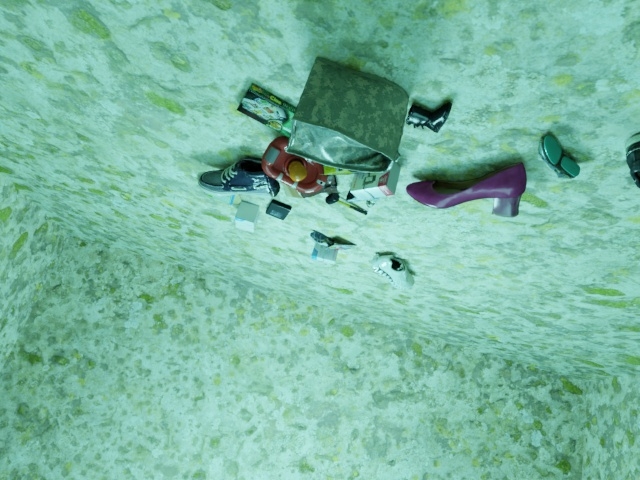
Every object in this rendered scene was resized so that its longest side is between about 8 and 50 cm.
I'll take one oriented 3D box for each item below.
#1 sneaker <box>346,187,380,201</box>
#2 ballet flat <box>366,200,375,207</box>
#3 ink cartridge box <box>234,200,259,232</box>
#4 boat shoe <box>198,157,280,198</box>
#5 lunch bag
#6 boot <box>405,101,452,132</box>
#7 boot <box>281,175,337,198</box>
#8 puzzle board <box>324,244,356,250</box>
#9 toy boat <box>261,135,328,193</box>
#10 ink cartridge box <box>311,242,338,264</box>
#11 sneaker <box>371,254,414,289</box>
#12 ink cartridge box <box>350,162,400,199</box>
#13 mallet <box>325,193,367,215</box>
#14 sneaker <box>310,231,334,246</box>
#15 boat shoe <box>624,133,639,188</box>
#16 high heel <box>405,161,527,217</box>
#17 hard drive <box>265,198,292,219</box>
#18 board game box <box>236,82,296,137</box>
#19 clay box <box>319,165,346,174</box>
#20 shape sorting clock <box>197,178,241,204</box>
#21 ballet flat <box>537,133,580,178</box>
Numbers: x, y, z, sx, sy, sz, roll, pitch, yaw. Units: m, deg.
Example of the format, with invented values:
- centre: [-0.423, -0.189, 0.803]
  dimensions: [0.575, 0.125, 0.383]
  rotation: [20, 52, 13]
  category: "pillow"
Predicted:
- centre: [0.174, -0.172, 1.717]
  dimensions: [0.081, 0.080, 0.211]
  rotation: [33, 154, -29]
  category: "sneaker"
- centre: [0.200, -0.155, 1.793]
  dimensions: [0.041, 0.041, 0.114]
  rotation: [18, 158, -3]
  category: "ballet flat"
- centre: [-0.343, -0.107, 2.214]
  dimensions: [0.092, 0.090, 0.143]
  rotation: [18, 159, -3]
  category: "ink cartridge box"
- centre: [-0.332, -0.258, 1.837]
  dimensions: [0.339, 0.127, 0.158]
  rotation: [4, 149, 10]
  category: "boat shoe"
- centre: [0.082, -0.313, 1.241]
  dimensions: [0.286, 0.236, 0.169]
  rotation: [17, 152, -1]
  category: "lunch bag"
- centre: [0.292, -0.343, 1.284]
  dimensions: [0.099, 0.045, 0.121]
  rotation: [20, 158, -1]
  category: "boot"
- centre: [-0.053, -0.247, 1.735]
  dimensions: [0.206, 0.090, 0.248]
  rotation: [-5, 149, 12]
  category: "boot"
- centre: [0.098, 0.035, 2.286]
  dimensions: [0.128, 0.011, 0.096]
  rotation: [2, 167, -31]
  category: "puzzle board"
- centre: [-0.079, -0.241, 1.589]
  dimensions: [0.230, 0.151, 0.151]
  rotation: [24, -159, -23]
  category: "toy boat"
- centre: [0.024, 0.060, 2.356]
  dimensions: [0.122, 0.089, 0.052]
  rotation: [14, 158, 5]
  category: "ink cartridge box"
- centre: [0.383, 0.156, 2.329]
  dimensions: [0.118, 0.110, 0.292]
  rotation: [-20, 140, 42]
  category: "sneaker"
- centre: [0.183, -0.205, 1.593]
  dimensions: [0.150, 0.109, 0.063]
  rotation: [-4, 151, 41]
  category: "ink cartridge box"
- centre: [0.113, -0.143, 1.893]
  dimensions: [0.189, 0.039, 0.062]
  rotation: [19, 161, -17]
  category: "mallet"
- centre: [0.000, 0.000, 2.284]
  dimensions: [0.135, 0.052, 0.058]
  rotation: [28, 159, -25]
  category: "sneaker"
- centre: [0.904, -0.145, 1.232]
  dimensions: [0.340, 0.113, 0.127]
  rotation: [32, 153, -33]
  category: "boat shoe"
- centre: [0.453, -0.192, 1.502]
  dimensions: [0.376, 0.127, 0.182]
  rotation: [10, 129, 24]
  category: "high heel"
- centre: [-0.190, -0.137, 2.128]
  dimensions: [0.094, 0.022, 0.135]
  rotation: [21, 158, -12]
  category: "hard drive"
- centre: [-0.124, -0.387, 1.485]
  dimensions: [0.259, 0.031, 0.136]
  rotation: [25, 154, -20]
  category: "board game box"
- centre: [0.110, -0.250, 1.542]
  dimensions: [0.221, 0.053, 0.127]
  rotation: [-3, -177, 40]
  category: "clay box"
- centre: [-0.444, -0.220, 2.081]
  dimensions: [0.206, 0.041, 0.206]
  rotation: [16, 162, 5]
  category: "shape sorting clock"
- centre: [0.638, -0.225, 1.300]
  dimensions: [0.188, 0.070, 0.070]
  rotation: [33, 153, -28]
  category: "ballet flat"
